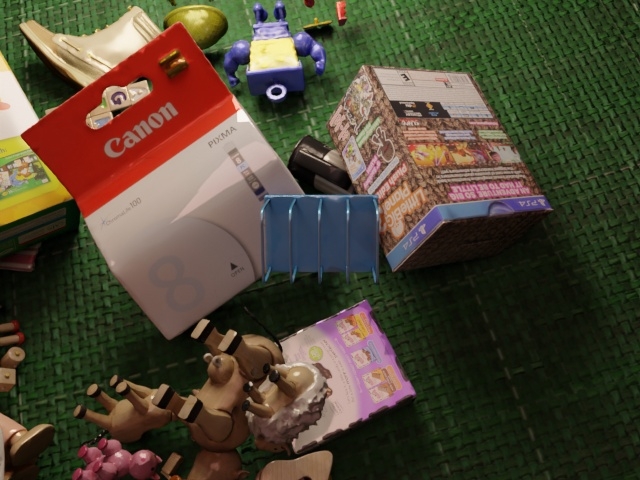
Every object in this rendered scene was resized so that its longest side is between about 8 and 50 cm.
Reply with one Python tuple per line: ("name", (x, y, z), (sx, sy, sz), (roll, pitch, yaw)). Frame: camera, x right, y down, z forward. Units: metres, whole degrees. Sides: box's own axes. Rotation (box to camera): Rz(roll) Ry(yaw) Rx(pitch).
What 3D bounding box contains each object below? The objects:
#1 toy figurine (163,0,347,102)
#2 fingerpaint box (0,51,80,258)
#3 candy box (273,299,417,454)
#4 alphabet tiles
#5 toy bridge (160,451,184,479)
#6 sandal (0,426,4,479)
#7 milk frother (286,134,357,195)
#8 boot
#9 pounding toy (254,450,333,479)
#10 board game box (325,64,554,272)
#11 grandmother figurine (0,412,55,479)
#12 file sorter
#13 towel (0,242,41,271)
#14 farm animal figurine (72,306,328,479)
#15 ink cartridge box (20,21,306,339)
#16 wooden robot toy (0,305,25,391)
("toy figurine", (-0.118, -0.361, 1.100), (0.363, 0.191, 0.217), (-6, 74, -2))
("fingerpaint box", (-0.677, -0.113, 0.931), (0.445, 0.163, 0.371), (-29, 85, -30))
("candy box", (0.020, 0.209, 0.903), (0.196, 0.070, 0.165), (-24, 67, -6))
("alphabet tiles", (-0.387, -0.162, 1.096), (0.198, 0.009, 0.237), (-18, 82, -3))
("toy bridge", (-0.159, 0.391, 0.865), (0.188, 0.026, 0.063), (30, 73, 16))
("sandal", (-0.466, 0.443, 0.781), (0.169, 0.102, 0.416), (-4, 73, 18))
("milk frother", (-0.002, -0.090, 1.030), (0.135, 0.129, 0.143), (29, 115, 16))
("boot", (-0.449, -0.401, 1.187), (0.262, 0.095, 0.203), (37, 76, 12))
("pounding toy", (-0.018, 0.410, 0.762), (0.154, 0.155, 0.269), (12, 61, -8))
("board game box", (0.181, -0.120, 0.942), (0.232, 0.141, 0.291), (-6, 62, -31))
("grandmother figurine", (-0.583, 0.274, 0.916), (0.342, 0.104, 0.208), (25, 86, 17))
("file sorter", (0.000, 0.000, 0.847), (0.170, 0.104, 0.118), (0, 103, 2))
("towel", (-0.567, -0.038, 1.085), (0.144, 0.029, 0.197), (6, 69, 6))
("farm animal figurine", (-0.162, 0.254, 0.814), (0.327, 0.172, 0.330), (-49, 38, -7))
("ink cartridge box", (-0.220, -0.085, 0.904), (0.308, 0.091, 0.385), (-35, 107, 2))
("wooden robot toy", (-0.545, 0.181, 0.981), (0.079, 0.076, 0.173), (-44, 66, 25))
